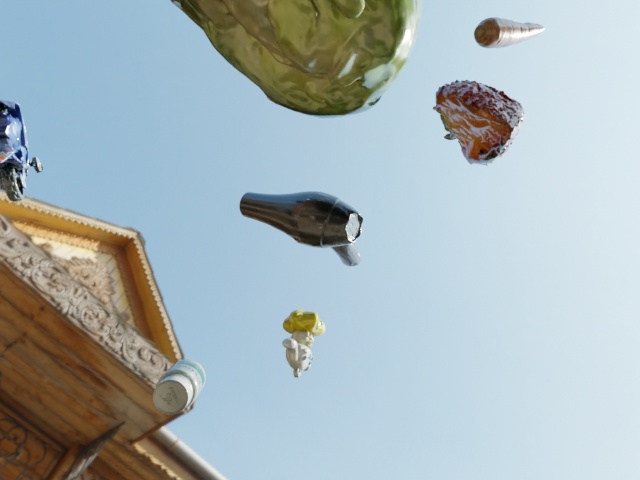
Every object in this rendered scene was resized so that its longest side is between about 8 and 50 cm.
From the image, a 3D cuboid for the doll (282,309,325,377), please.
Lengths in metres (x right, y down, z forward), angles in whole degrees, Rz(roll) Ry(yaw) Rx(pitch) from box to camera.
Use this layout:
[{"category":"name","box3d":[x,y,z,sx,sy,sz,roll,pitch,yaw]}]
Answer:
[{"category":"doll","box3d":[-0.039,0.175,0.855,0.071,0.135,0.113,2,-96,14]}]

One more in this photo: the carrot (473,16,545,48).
[{"category":"carrot","box3d":[0.336,-0.361,0.864,0.048,0.216,0.048,25,-55,43]}]

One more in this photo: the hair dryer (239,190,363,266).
[{"category":"hair dryer","box3d":[0.000,0.000,0.895,0.235,0.091,0.271,13,-20,35]}]

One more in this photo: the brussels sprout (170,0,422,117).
[{"category":"brussels sprout","box3d":[-0.036,-0.334,0.598,0.276,0.315,0.371,-19,-42,37]}]

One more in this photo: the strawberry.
[{"category":"strawberry","box3d":[0.238,-0.183,0.737,0.085,0.192,0.140,-34,-104,-2]}]

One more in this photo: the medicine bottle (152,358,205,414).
[{"category":"medicine bottle","box3d":[-0.275,0.285,0.973,0.080,0.130,0.080,0,-90,-2]}]

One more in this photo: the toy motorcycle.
[{"category":"toy motorcycle","box3d":[-0.510,-0.159,0.811,0.076,0.205,0.114,-13,-36,-18]}]
